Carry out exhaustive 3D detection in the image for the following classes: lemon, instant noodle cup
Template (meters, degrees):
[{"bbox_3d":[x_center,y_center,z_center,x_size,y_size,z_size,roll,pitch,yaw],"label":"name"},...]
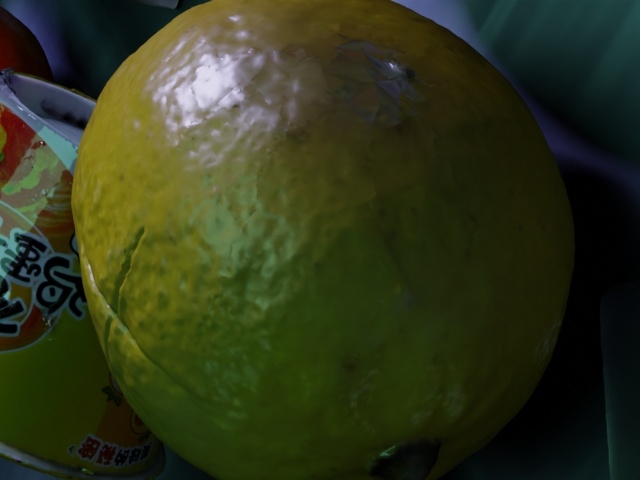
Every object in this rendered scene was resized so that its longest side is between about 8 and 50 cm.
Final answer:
[{"bbox_3d":[0.000,0.000,0.994,0.297,0.297,0.297,-8,79,45],"label":"lemon"},{"bbox_3d":[-0.174,0.018,1.208,0.264,0.264,0.200,39,102,41],"label":"instant noodle cup"}]

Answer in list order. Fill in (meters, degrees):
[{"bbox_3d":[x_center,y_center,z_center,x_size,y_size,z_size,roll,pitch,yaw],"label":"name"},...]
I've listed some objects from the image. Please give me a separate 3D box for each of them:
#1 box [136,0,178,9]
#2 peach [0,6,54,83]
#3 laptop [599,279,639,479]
[{"bbox_3d":[-0.137,-0.327,1.332,0.175,0.062,0.261,33,109,42],"label":"box"},{"bbox_3d":[-0.308,-0.097,1.390,0.226,0.196,0.190,15,128,48],"label":"peach"},{"bbox_3d":[0.259,0.097,0.905,0.269,0.015,0.188,-13,75,44],"label":"laptop"}]
